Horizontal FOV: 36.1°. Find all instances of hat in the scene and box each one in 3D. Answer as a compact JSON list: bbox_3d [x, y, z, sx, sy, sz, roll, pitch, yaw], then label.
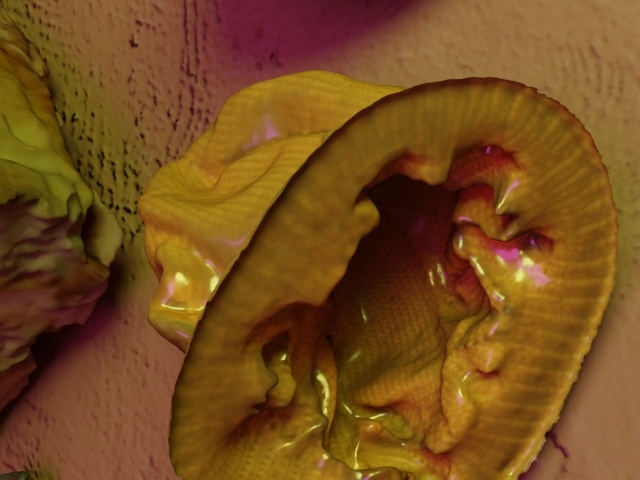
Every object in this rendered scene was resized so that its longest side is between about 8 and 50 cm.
[{"bbox_3d":[0.000,0.000,0.530,0.233,0.244,0.233,-36,37,-2],"label":"hat"}]

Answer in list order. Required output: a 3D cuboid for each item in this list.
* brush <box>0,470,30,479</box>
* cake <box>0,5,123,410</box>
[{"bbox_3d":[-0.198,0.288,0.701,0.043,0.036,0.248,-13,84,31],"label":"brush"},{"bbox_3d":[-0.324,-0.017,0.631,0.314,0.293,0.307,50,120,25],"label":"cake"}]
